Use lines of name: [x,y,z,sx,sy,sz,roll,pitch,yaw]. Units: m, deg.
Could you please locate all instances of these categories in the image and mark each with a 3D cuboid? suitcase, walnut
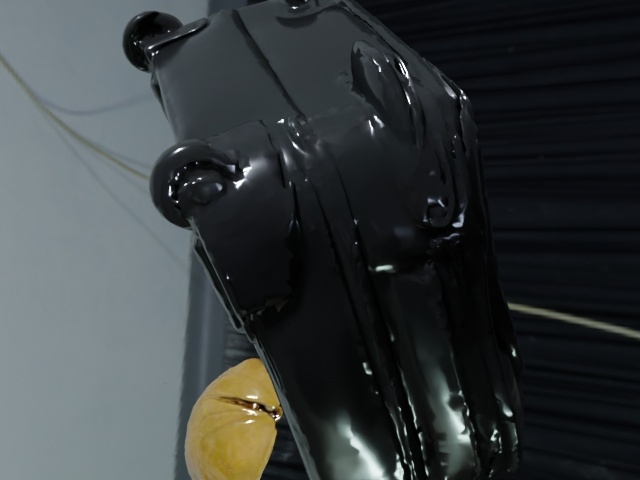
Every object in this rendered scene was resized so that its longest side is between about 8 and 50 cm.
suitcase: [0.000,0.000,0.632,0.188,0.345,0.339,-21,121,-6]
walnut: [-0.107,0.216,0.972,0.087,0.211,0.167,15,52,-10]
